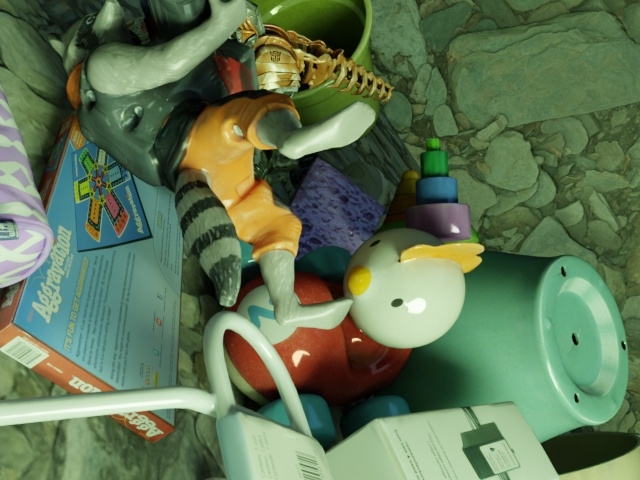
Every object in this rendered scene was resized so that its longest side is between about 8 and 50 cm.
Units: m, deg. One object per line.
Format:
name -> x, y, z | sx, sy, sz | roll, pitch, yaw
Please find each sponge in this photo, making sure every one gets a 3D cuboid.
sponge -> 0.000, 0.000, 0.874 | 0.117, 0.031, 0.210 | 37, 50, -11

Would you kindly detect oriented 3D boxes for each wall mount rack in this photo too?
wall mount rack -> -0.071, 0.194, 0.367 | 0.304, 0.131, 0.349 | 41, 22, -52

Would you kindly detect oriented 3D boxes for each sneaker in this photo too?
sneaker -> 0.016, -0.042, 0.983 | 0.115, 0.105, 0.281 | 42, 37, -14
sneaker -> -0.002, -0.062, 1.141 | 0.190, 0.072, 0.083 | 69, 13, 12

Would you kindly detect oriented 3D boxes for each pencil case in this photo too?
pencil case -> -0.237, -0.062, 0.441 | 0.088, 0.086, 0.206 | -9, 61, -36

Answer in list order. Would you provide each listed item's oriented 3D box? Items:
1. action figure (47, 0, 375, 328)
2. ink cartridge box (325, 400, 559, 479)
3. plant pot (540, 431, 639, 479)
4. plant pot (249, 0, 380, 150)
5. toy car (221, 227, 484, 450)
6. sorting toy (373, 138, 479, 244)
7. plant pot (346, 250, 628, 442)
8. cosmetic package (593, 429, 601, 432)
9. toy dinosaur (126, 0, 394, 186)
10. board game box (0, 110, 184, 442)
action figure -> -0.111, -0.112, 0.544 | 0.330, 0.179, 0.341 | 37, -25, 32
ink cartridge box -> 0.082, 0.214, 0.602 | 0.209, 0.153, 0.086 | 9, 47, -46
plant pot -> 0.311, 0.408, 0.885 | 0.256, 0.257, 0.273 | 9, 65, -68
plant pot -> -0.007, -0.299, 1.270 | 0.276, 0.276, 0.254 | 67, 8, 30
toy car -> 0.042, 0.057, 0.656 | 0.210, 0.238, 0.219 | 12, 47, -40
sorting toy -> 0.123, -0.049, 0.863 | 0.365, 0.127, 0.126 | 64, 24, -84
plant pot -> 0.200, 0.128, 0.829 | 0.272, 0.255, 0.271 | 14, 67, -38
cosmetic package -> 0.659, 0.641, 1.532 | 0.384, 0.156, 0.217 | 55, 18, -8
toy dinosaur -> -0.077, -0.178, 0.834 | 0.322, 0.218, 0.164 | 14, 41, 1
board game box -> -0.171, 0.013, 0.572 | 0.145, 0.027, 0.281 | 47, 19, -34
